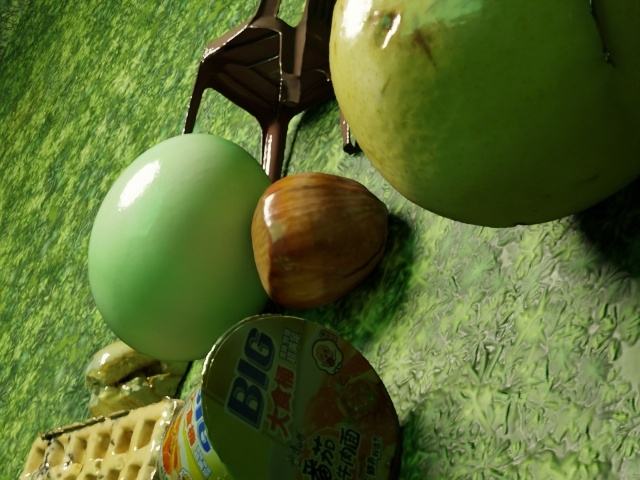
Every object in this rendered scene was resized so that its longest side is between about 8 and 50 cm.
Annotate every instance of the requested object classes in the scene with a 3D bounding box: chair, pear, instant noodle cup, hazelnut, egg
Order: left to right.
[{"bbox_3d":[-0.154,0.009,1.476,0.220,0.220,0.270,-122,44,-60],"label":"egg"},{"bbox_3d":[-0.049,0.191,1.172,0.153,0.205,0.205,-46,29,44],"label":"instant noodle cup"},{"bbox_3d":[-0.047,-0.237,1.605,0.183,0.175,0.326,-24,46,37],"label":"chair"},{"bbox_3d":[0.000,0.000,1.354,0.150,0.150,0.150,-41,33,33],"label":"hazelnut"},{"bbox_3d":[0.163,-0.158,1.036,0.309,0.309,0.309,-41,33,33],"label":"pear"}]

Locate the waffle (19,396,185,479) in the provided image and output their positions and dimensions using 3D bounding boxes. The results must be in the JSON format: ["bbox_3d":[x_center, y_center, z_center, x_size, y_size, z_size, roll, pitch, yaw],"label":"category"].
[{"bbox_3d":[-0.256,0.325,1.467,0.376,0.114,0.261,-20,48,52],"label":"waffle"}]

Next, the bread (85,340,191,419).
[{"bbox_3d":[-0.239,0.166,1.606,0.103,0.110,0.156,-26,41,56],"label":"bread"}]
